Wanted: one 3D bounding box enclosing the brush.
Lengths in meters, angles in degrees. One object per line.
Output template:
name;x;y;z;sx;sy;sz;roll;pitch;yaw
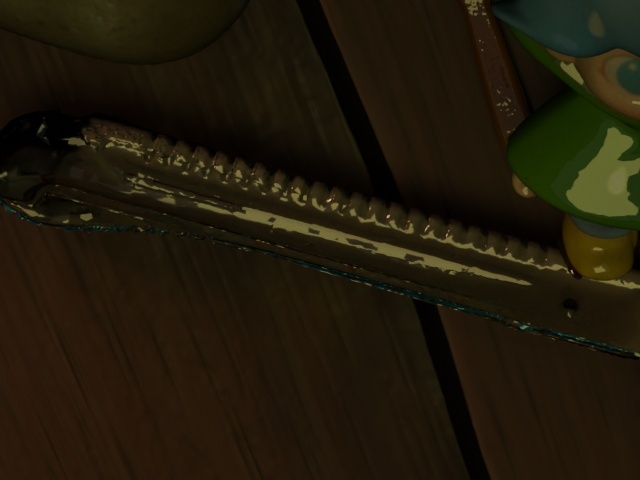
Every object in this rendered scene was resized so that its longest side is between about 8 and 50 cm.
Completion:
brush;0.073;-0.112;0.890;0.043;0.014;0.170;-14;113;17

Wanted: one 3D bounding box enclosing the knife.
knife;0.001;-0.006;0.944;0.365;0.043;0.089;14;151;4

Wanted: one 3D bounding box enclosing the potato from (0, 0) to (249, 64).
potato;-0.115;-0.232;0.740;0.221;0.243;0.326;11;119;32

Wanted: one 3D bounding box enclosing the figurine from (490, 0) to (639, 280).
figurine;0.149;-0.090;0.813;0.162;0.143;0.263;0;135;-2
